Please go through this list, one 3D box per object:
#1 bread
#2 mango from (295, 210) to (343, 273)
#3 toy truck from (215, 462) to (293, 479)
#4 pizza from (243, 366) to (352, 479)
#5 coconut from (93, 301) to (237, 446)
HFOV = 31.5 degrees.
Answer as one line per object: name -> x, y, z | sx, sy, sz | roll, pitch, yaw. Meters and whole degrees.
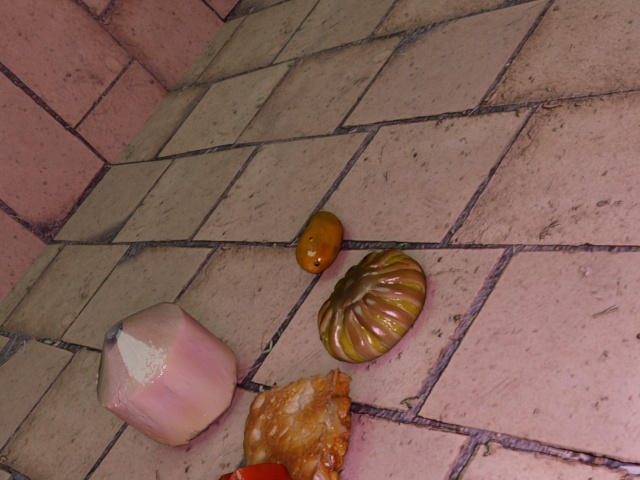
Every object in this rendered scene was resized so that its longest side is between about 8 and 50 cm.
bread -> 0.081, 0.105, 1.883 | 0.213, 0.105, 0.213 | -32, 29, 21
mango -> 0.000, 0.000, 2.204 | 0.098, 0.075, 0.190 | -29, 22, 21
toy truck -> -0.066, 0.393, 1.563 | 0.253, 0.107, 0.114 | 45, 126, 48
pizza -> -0.020, 0.303, 1.750 | 0.226, 0.086, 0.335 | -50, 25, -1
coconut -> -0.297, 0.238, 2.096 | 0.239, 0.244, 0.239 | -36, 25, 20
